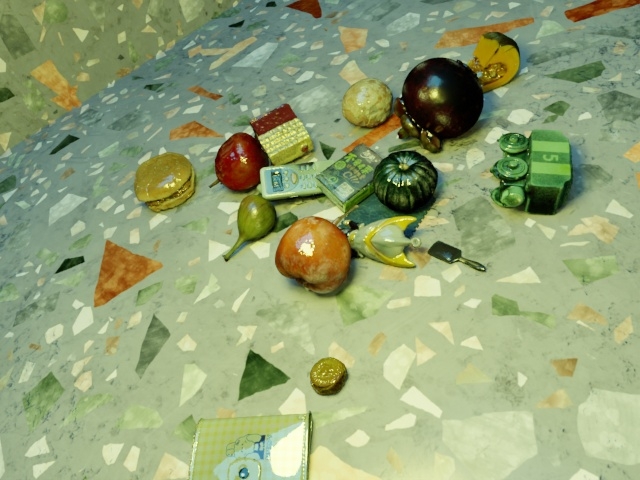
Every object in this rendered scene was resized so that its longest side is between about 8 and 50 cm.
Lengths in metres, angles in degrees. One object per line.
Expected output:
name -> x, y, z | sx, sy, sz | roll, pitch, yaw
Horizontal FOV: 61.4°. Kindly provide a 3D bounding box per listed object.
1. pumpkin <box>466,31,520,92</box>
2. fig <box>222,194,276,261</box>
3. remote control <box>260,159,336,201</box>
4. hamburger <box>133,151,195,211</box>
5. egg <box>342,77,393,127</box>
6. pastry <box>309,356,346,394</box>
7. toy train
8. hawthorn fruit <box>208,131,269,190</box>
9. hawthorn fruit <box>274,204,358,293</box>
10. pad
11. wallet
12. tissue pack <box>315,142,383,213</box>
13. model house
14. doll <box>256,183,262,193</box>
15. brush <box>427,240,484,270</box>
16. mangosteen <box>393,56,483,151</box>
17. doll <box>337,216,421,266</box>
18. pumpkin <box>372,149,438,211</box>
pumpkin -> 0.631, -0.686, 2.092 | 0.280, 0.190, 0.139 | -21, 46, 4
fig -> -0.269, -0.046, 1.914 | 0.151, 0.151, 0.259 | 25, 66, 38
remote control -> -0.072, -0.221, 1.994 | 0.296, 0.056, 0.140 | -7, 69, -1
hamburger -> -0.659, -0.259, 2.275 | 0.259, 0.144, 0.283 | -28, 39, 0
egg -> 0.191, -0.548, 2.151 | 0.195, 0.195, 0.233 | 21, 37, 36
pastry -> 0.020, 0.368, 1.465 | 0.109, 0.057, 0.097 | -14, 44, 8
toy train -> 0.653, -0.215, 1.679 | 0.238, 0.167, 0.299 | 7, 53, 15
hawthorn fruit -> -0.329, -0.285, 2.123 | 0.266, 0.210, 0.230 | -43, 40, 6
hawthorn fruit -> -0.025, 0.032, 1.654 | 0.231, 0.235, 0.263 | -26, 64, 43
pad -> 0.219, -0.084, 1.833 | 0.270, 0.012, 0.269 | 16, 57, 34
wallet -> -0.177, 0.550, 1.368 | 0.309, 0.077, 0.223 | -7, 49, 13
tissue pack -> 0.120, -0.226, 1.923 | 0.235, 0.073, 0.173 | -37, 62, -16
model house -> -0.153, -0.410, 2.189 | 0.196, 0.160, 0.254 | -28, 46, -5
doll -> -0.141, -0.219, 2.065 | 0.214, 0.071, 0.103 | -16, 45, 2
brush -> 0.413, 0.050, 1.622 | 0.193, 0.016, 0.063 | 27, 65, 39
mangosteen -> 0.414, -0.487, 1.952 | 0.347, 0.307, 0.307 | -48, 41, 18
doll -> 0.168, -0.005, 1.708 | 0.316, 0.103, 0.145 | 3, 66, 34
pumpkin -> 0.281, -0.198, 1.791 | 0.220, 0.162, 0.220 | -5, 55, 8
